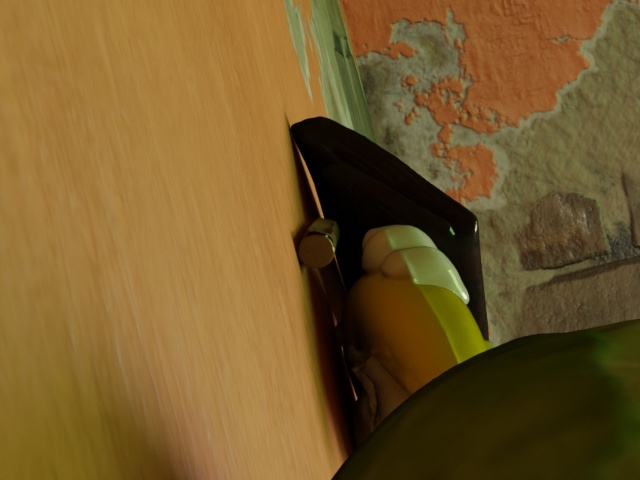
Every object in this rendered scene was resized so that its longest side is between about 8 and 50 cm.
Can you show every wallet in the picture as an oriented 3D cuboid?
[{"bbox_3d":[0.062,0.021,1.174,0.182,0.049,0.229,36,-23,35],"label":"wallet"}]

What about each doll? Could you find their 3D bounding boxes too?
[{"bbox_3d":[0.076,0.121,1.034,0.237,0.111,0.252,94,-21,-45],"label":"doll"}]

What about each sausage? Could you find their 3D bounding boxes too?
[{"bbox_3d":[0.000,0.000,1.029,0.116,0.026,0.026,-67,143,-83],"label":"sausage"}]

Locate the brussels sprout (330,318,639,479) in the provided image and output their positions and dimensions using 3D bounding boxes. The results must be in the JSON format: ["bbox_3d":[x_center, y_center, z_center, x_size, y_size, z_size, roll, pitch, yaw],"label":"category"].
[{"bbox_3d":[0.114,0.172,0.443,0.355,0.282,0.289,-40,136,-60],"label":"brussels sprout"}]
